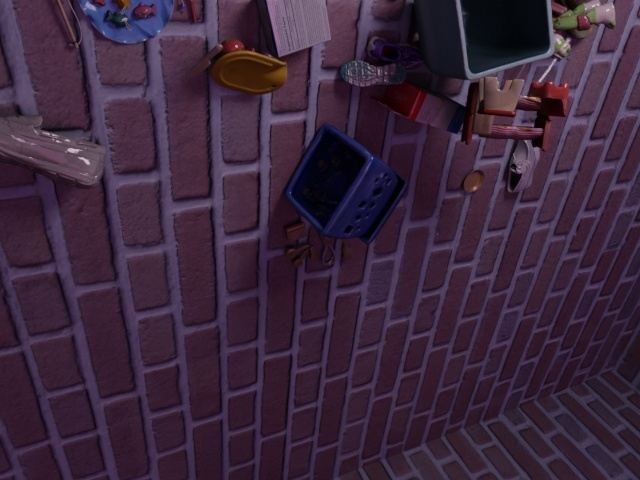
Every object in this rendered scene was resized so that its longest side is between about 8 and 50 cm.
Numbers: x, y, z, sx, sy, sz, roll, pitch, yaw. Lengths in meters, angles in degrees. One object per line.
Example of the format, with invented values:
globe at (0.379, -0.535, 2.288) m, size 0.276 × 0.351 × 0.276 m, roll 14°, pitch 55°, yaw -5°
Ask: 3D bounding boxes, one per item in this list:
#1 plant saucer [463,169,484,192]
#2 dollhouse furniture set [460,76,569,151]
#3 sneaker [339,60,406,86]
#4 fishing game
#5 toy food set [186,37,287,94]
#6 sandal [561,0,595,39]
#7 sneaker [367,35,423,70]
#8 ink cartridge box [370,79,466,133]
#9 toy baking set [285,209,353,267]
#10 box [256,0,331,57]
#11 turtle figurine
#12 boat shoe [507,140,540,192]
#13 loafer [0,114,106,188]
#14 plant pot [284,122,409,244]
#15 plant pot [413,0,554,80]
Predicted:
plant saucer at (0.503, -0.198, 1.693) m, size 0.083 × 0.015 × 0.083 m, roll -14°, pitch 126°, yaw -20°
dollhouse furniture set at (0.445, -0.281, 1.175) m, size 0.201 × 0.374 × 0.152 m, roll 7°, pitch 106°, yaw 9°
sneaker at (0.129, -0.417, 1.307) m, size 0.167 × 0.076 × 0.065 m, roll 4°, pitch 97°, yaw -5°
fishing game at (-0.376, -0.478, 1.000) m, size 0.264 × 0.041 × 0.189 m, roll -17°, pitch 130°, yaw -19°
toy food set at (-0.175, -0.397, 1.135) m, size 0.218 × 0.071 × 0.128 m, roll 4°, pitch 157°, yaw -42°
sandal at (0.730, -0.691, 1.433) m, size 0.120 × 0.086 × 0.303 m, roll -47°, pitch 131°, yaw 7°
sneaker at (0.198, -0.466, 1.304) m, size 0.170 × 0.071 × 0.068 m, roll 0°, pitch 121°, yaw -30°
ink cartridge box at (0.264, -0.365, 1.367) m, size 0.231 × 0.134 × 0.078 m, roll 8°, pitch 118°, yaw -33°
toy baking set at (0.001, -0.006, 1.543) m, size 0.256 × 0.030 × 0.196 m, roll 0°, pitch 124°, yaw -29°
box at (-0.059, -0.495, 1.141) m, size 0.137 × 0.072 × 0.126 m, roll -24°, pitch 130°, yaw -14°
turtle figurine at (0.639, -0.536, 1.400) m, size 0.266 × 0.274 × 0.198 m, roll -15°, pitch 175°, yaw 12°
boat shoe at (0.668, -0.249, 1.705) m, size 0.076 × 0.083 × 0.226 m, roll -26°, pitch 131°, yaw -13°
loafer at (-0.598, -0.204, 1.035) m, size 0.319 × 0.112 × 0.111 m, roll 22°, pitch 73°, yaw -37°
plant pot at (0.079, -0.137, 1.364) m, size 0.212 × 0.236 × 0.236 m, roll 18°, pitch 111°, yaw -42°
plant pot at (0.355, -0.523, 1.214) m, size 0.248 × 0.252 × 0.247 m, roll -20°, pitch 109°, yaw -15°
